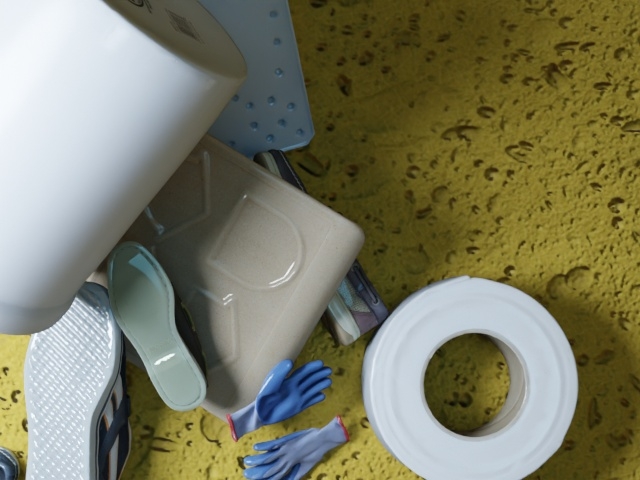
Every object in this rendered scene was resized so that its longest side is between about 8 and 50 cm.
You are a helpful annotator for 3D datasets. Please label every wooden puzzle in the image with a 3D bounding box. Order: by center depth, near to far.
[{"bbox_3d":[-0.160,0.029,1.677,0.348,0.080,0.322,30,106,0],"label":"wooden puzzle"}]

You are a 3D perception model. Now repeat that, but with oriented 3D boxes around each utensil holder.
[{"bbox_3d":[-0.319,-0.141,1.462,0.327,0.327,0.385,40,107,-2],"label":"utensil holder"}]

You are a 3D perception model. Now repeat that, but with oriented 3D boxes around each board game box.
[{"bbox_3d":[-0.231,-0.253,1.649,0.390,0.050,0.390,-16,122,-7],"label":"board game box"}]

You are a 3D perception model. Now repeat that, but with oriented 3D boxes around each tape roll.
[{"bbox_3d":[0.199,0.192,1.741,0.286,0.100,0.286,0,87,-5],"label":"tape roll"}]

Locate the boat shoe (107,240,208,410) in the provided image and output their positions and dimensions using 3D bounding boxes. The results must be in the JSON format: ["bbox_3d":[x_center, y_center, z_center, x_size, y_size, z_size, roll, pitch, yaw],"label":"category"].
[{"bbox_3d":[-0.206,0.104,1.623,0.081,0.069,0.228,-20,100,5],"label":"boat shoe"}]

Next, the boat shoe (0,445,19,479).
[{"bbox_3d":[-0.522,0.321,1.667,0.254,0.079,0.095,-4,87,-6],"label":"boat shoe"}]

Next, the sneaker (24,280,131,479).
[{"bbox_3d":[-0.312,0.209,1.666,0.126,0.127,0.321,9,92,12],"label":"sneaker"}]

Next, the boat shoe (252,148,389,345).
[{"bbox_3d":[0.000,0.000,1.735,0.092,0.103,0.285,-27,90,-16],"label":"boat shoe"}]

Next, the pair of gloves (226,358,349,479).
[{"bbox_3d":[-0.044,0.243,1.703,0.159,0.023,0.198,-28,127,-15],"label":"pair of gloves"}]
